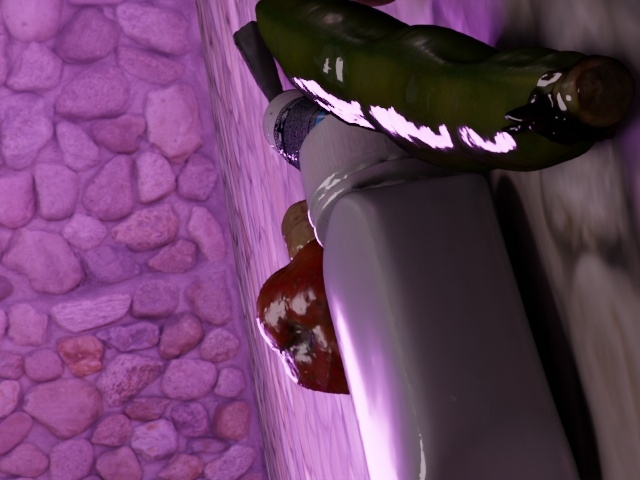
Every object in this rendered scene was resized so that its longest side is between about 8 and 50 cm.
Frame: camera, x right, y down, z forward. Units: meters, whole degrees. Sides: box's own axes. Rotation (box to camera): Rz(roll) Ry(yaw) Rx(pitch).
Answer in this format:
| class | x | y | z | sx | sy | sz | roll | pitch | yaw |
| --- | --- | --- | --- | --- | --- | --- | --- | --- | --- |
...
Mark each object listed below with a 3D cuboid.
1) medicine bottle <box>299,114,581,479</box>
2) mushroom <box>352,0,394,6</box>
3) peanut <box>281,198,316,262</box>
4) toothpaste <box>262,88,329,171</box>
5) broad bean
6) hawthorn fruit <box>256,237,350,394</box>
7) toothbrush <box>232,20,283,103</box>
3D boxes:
| class | x | y | z | sx | sy | sz | roll | pitch | yaw |
| --- | --- | --- | --- | --- | --- | --- | --- | --- | --- |
| medicine bottle | 0.040 | 0.036 | 0.574 | 0.119 | 0.069 | 0.183 | 89 | 169 | -57 |
| mushroom | 0.006 | -0.134 | 0.544 | 0.088 | 0.097 | 0.212 | -57 | 0 | -1 |
| peanut | 0.000 | 0.000 | 1.024 | 0.113 | 0.054 | 0.054 | -109 | 11 | -73 |
| toothpaste | 0.007 | -0.053 | 0.914 | 0.193 | 0.045 | 0.071 | -141 | 33 | -72 |
| broad bean | 0.034 | -0.050 | 0.507 | 0.060 | 0.043 | 0.297 | 36 | 179 | -22 |
| hawthorn fruit | 0.011 | 0.037 | 0.809 | 0.093 | 0.093 | 0.093 | 170 | 90 | -84 |
| toothbrush | -0.045 | -0.138 | 1.343 | 0.297 | 0.030 | 0.030 | -113 | 4 | -64 |
